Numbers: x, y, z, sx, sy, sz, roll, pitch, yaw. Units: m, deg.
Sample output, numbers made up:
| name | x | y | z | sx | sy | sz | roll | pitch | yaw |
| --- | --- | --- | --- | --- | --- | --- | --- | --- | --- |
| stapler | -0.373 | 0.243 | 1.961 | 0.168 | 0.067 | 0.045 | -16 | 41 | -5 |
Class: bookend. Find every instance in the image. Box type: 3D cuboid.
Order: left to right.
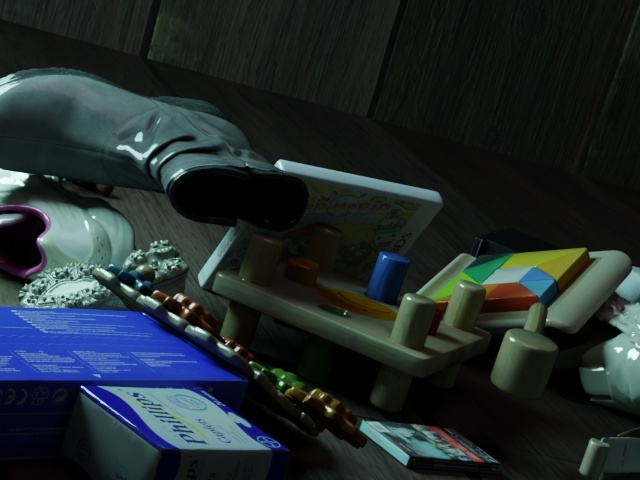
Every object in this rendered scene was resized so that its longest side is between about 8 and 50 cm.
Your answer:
| name | x | y | z | sx | sy | sz | roll | pitch | yaw |
| --- | --- | --- | --- | --- | --- | --- | --- | --- | --- |
| bookend | 0.305 | 0.048 | 2.710 | 0.157 | 0.072 | 0.156 | 22 | 14 | 18 |

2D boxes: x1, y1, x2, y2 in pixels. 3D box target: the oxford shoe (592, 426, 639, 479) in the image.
| name | x | y | z | sx | sy | sz | roll | pitch | yaw |
| --- | --- | --- | --- | --- | --- | --- | --- | --- | --- |
| oxford shoe | 0.329 | 0.233 | 1.978 | 0.076 | 0.076 | 0.212 | -11 | -3 | 35 |

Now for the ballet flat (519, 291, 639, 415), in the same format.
| name | x | y | z | sx | sy | sz | roll | pitch | yaw |
| --- | --- | --- | --- | --- | --- | --- | --- | --- | --- |
| ballet flat | 0.356 | 0.144 | 2.302 | 0.147 | 0.147 | 0.409 | 13 | 10 | -21 |

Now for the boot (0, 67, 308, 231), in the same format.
| name | x | y | z | sx | sy | sz | roll | pitch | yaw |
| --- | --- | --- | --- | --- | --- | --- | --- | --- | --- |
| boot | -0.193 | -0.092 | 2.000 | 0.338 | 0.118 | 0.222 | -1 | 23 | -29 |

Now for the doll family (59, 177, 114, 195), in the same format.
| name | x | y | z | sx | sy | sz | roll | pitch | yaw |
| --- | --- | --- | --- | --- | --- | --- | --- | --- | --- |
| doll family | -0.339 | -0.104 | 2.470 | 0.111 | 0.076 | 0.193 | 17 | 8 | 18 |

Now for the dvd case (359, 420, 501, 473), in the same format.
| name | x | y | z | sx | sy | sz | roll | pitch | yaw |
| --- | --- | --- | --- | --- | --- | --- | --- | --- | --- |
| dvd case | 0.109 | 0.205 | 1.870 | 0.119 | 0.013 | 0.087 | 10 | 14 | -36 |

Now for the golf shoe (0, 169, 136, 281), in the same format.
| name | x | y | z | sx | sy | sz | roll | pitch | yaw |
| --- | --- | --- | --- | --- | --- | --- | --- | --- | --- |
| golf shoe | -0.340 | -0.032 | 2.064 | 0.306 | 0.115 | 0.140 | 26 | 18 | 37 |

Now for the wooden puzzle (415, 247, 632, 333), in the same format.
| name | x | y | z | sx | sy | sz | roll | pitch | yaw |
| --- | --- | --- | --- | --- | --- | --- | --- | --- | --- |
| wooden puzzle | 0.239 | 0.056 | 2.328 | 0.238 | 0.044 | 0.221 | 0 | 22 | 31 |

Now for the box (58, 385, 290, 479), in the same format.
| name | x | y | z | sx | sy | sz | roll | pitch | yaw |
| --- | --- | --- | --- | --- | --- | --- | --- | --- | --- |
| box | -0.119 | 0.176 | 1.533 | 0.137 | 0.072 | 0.126 | 5 | 17 | -43 |

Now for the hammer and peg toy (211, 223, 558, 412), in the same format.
| name | x | y | z | sx | sy | sz | roll | pitch | yaw |
| --- | --- | --- | --- | --- | --- | --- | --- | --- | --- |
| hammer and peg toy | 0.088 | 0.100 | 2.042 | 0.361 | 0.127 | 0.266 | 22 | 11 | 18 |

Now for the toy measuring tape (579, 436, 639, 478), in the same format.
| name | x | y | z | sx | sy | sz | roll | pitch | yaw |
| --- | --- | --- | --- | --- | --- | --- | --- | --- | --- |
| toy measuring tape | 0.413 | 0.243 | 1.903 | 0.330 | 0.121 | 0.121 | 8 | 15 | -37 |

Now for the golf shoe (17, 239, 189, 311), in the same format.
| name | x | y | z | sx | sy | sz | roll | pitch | yaw |
| --- | --- | --- | --- | --- | --- | --- | --- | --- | --- |
| golf shoe | -0.219 | 0.064 | 1.927 | 0.176 | 0.086 | 0.069 | -12 | 44 | -15 |

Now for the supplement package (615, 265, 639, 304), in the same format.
| name | x | y | z | sx | sy | sz | roll | pitch | yaw |
| --- | --- | --- | --- | --- | --- | --- | --- | --- | --- |
| supplement package | 0.475 | 0.141 | 2.386 | 0.139 | 0.134 | 0.244 | 12 | 14 | -25 |

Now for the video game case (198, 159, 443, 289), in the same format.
| name | x | y | z | sx | sy | sz | roll | pitch | yaw |
| --- | --- | --- | --- | --- | --- | --- | --- | --- | --- |
| video game case | 0.000 | 0.000 | 2.210 | 0.227 | 0.206 | 0.026 | 11 | 43 | -31 |

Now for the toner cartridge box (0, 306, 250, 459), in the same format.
| name | x | y | z | sx | sy | sz | roll | pitch | yaw |
| --- | --- | --- | --- | --- | --- | --- | --- | --- | --- |
| toner cartridge box | -0.242 | 0.119 | 1.606 | 0.347 | 0.075 | 0.165 | 5 | 16 | -47 |

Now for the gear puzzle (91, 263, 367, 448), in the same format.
| name | x | y | z | sx | sy | sz | roll | pitch | yaw |
| --- | --- | --- | --- | --- | --- | --- | --- | --- | --- |
| gear puzzle | -0.075 | 0.107 | 1.775 | 0.339 | 0.044 | 0.175 | 27 | -14 | 45 |
